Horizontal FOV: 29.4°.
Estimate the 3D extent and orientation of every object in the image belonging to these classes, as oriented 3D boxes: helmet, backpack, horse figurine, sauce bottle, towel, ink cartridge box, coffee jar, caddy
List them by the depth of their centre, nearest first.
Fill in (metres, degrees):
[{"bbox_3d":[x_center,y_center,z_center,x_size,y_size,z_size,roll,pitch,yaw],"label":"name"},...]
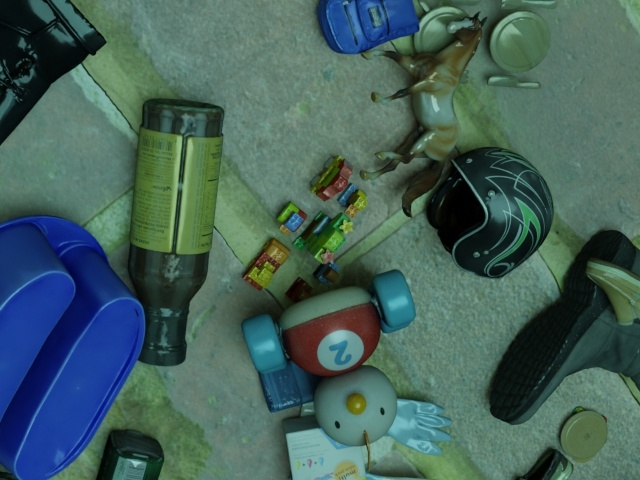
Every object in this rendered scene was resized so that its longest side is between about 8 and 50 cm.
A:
[{"bbox_3d":[-0.381,0.136,1.528,0.241,0.179,0.341,27,95,-45],"label":"caddy"},{"bbox_3d":[-0.195,-0.009,1.577,0.111,0.111,0.344,5,102,-18],"label":"sauce bottle"},{"bbox_3d":[0.060,-0.298,1.585,0.120,0.101,0.098,-20,102,-8],"label":"backpack"},{"bbox_3d":[0.136,-0.169,1.639,0.175,0.066,0.263,-16,118,-29],"label":"horse figurine"},{"bbox_3d":[-0.273,0.358,1.655,0.079,0.096,0.184,15,100,-17],"label":"coffee jar"},{"bbox_3d":[0.237,-0.045,1.669,0.169,0.169,0.161,21,114,-20],"label":"helmet"},{"bbox_3d":[-0.024,0.196,1.717,0.120,0.029,0.067,-15,82,-12],"label":"towel"},{"bbox_3d":[0.012,0.340,1.726,0.104,0.061,0.181,-9,102,-4],"label":"ink cartridge box"}]

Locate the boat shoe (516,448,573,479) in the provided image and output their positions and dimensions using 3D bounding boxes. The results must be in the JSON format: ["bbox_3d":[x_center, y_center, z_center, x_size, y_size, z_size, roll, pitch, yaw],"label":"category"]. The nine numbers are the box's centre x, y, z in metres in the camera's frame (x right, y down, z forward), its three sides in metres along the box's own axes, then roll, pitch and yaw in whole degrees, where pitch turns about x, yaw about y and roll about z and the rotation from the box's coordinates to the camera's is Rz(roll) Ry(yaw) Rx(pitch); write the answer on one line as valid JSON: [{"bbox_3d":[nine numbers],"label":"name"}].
[{"bbox_3d":[0.319,0.380,1.862,0.152,0.056,0.049,-44,107,-12],"label":"boat shoe"}]

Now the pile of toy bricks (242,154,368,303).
[{"bbox_3d":[0.000,0.000,1.639,0.118,0.105,0.212,38,91,-21],"label":"pile of toy bricks"}]

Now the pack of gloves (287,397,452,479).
[{"bbox_3d":[0.071,0.313,1.783,0.232,0.046,0.195,11,100,-8],"label":"pack of gloves"}]

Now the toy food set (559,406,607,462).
[{"bbox_3d":[0.408,0.299,1.882,0.083,0.020,0.082,37,91,-21],"label":"toy food set"}]

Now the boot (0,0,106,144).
[{"bbox_3d":[-0.409,-0.257,1.457,0.207,0.094,0.246,-41,108,-1],"label":"boot"}]

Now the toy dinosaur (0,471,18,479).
[{"bbox_3d":[-0.433,0.328,1.592,0.118,0.268,0.064,72,34,-52],"label":"toy dinosaur"}]

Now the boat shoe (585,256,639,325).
[{"bbox_3d":[0.438,0.087,1.716,0.190,0.068,0.072,28,93,-26],"label":"boat shoe"}]

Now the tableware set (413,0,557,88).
[{"bbox_3d":[0.219,-0.280,1.670,0.194,0.039,0.128,3,115,-11],"label":"tableware set"}]

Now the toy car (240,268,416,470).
[{"bbox_3d":[0.037,0.187,1.609,0.219,0.210,0.237,-19,82,-3],"label":"toy car"}]

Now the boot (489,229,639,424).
[{"bbox_3d":[0.421,0.174,1.802,0.223,0.118,0.338,38,90,-23],"label":"boot"}]
